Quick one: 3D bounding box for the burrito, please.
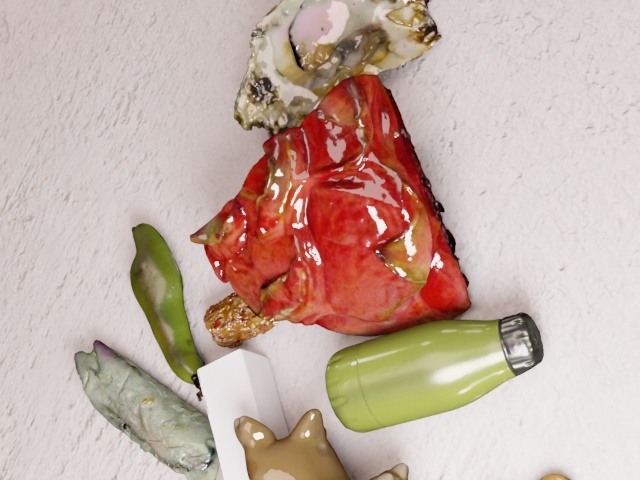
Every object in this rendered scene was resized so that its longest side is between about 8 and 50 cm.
[{"bbox_3d":[-0.250,0.245,1.467,0.309,0.066,0.096,31,85,32],"label":"burrito"}]

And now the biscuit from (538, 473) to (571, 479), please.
[{"bbox_3d":[0.215,0.401,1.179,0.289,0.044,0.202,-48,58,9],"label":"biscuit"}]

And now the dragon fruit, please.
[{"bbox_3d":[-0.002,-0.003,1.284,0.329,0.228,0.286,-19,68,4],"label":"dragon fruit"}]

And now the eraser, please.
[{"bbox_3d":[-0.080,0.296,1.349,0.076,0.078,0.298,-27,63,19],"label":"eraser"}]

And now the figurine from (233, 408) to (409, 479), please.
[{"bbox_3d":[0.026,0.308,1.229,0.173,0.177,0.247,-36,55,34],"label":"figurine"}]

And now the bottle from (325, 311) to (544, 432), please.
[{"bbox_3d":[0.140,0.155,1.254,0.260,0.112,0.112,-19,66,22],"label":"bottle"}]

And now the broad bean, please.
[{"bbox_3d":[-0.219,0.106,1.501,0.075,0.067,0.325,-52,54,41],"label":"broad bean"}]

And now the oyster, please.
[{"bbox_3d":[0.014,-0.287,1.486,0.354,0.107,0.201,-33,81,2],"label":"oyster"}]

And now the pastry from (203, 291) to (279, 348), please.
[{"bbox_3d":[-0.092,0.089,1.432,0.169,0.063,0.087,-35,57,14],"label":"pastry"}]
